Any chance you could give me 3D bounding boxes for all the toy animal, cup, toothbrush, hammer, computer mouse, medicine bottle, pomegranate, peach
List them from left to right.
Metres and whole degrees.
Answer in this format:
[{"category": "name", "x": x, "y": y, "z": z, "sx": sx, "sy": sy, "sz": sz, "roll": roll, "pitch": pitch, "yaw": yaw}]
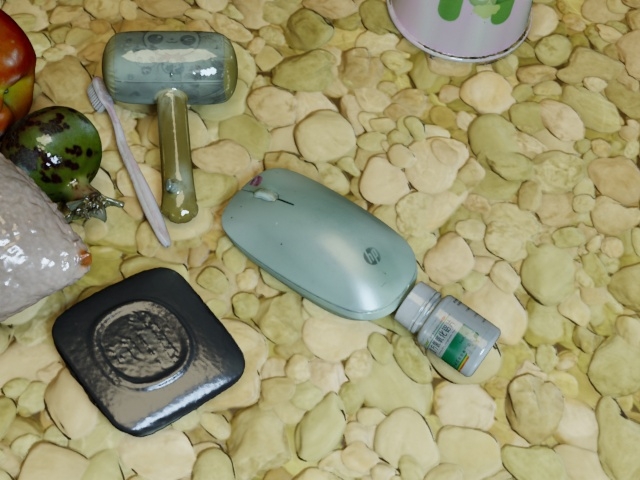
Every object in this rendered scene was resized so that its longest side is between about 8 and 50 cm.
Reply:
[{"category": "peach", "x": -0.518, "y": -0.231, "z": 1.374, "sx": 0.243, "sy": 0.199, "sz": 0.244, "roll": 0, "pitch": 68, "yaw": 0}, {"category": "toy animal", "x": -0.466, "y": -0.010, "z": 1.252, "sx": 0.358, "sy": 0.188, "sz": 0.227, "roll": 3, "pitch": 85, "yaw": -4}, {"category": "pomegranate", "x": -0.364, "y": -0.098, "z": 1.365, "sx": 0.148, "sy": 0.148, "sz": 0.169, "roll": -16, "pitch": 82, "yaw": -16}, {"category": "toothbrush", "x": -0.281, "y": -0.115, "z": 1.442, "sx": 0.025, "sy": 0.029, "sz": 0.307, "roll": 6, "pitch": 51, "yaw": -53}, {"category": "hammer", "x": -0.217, "y": -0.167, "z": 1.448, "sx": 0.201, "sy": 0.113, "sz": 0.306, "roll": -2, "pitch": 69, "yaw": -6}, {"category": "computer mouse", "x": 0.001, "y": -0.003, "z": 1.376, "sx": 0.288, "sy": 0.097, "sz": 0.159, "roll": 37, "pitch": 64, "yaw": 12}, {"category": "medicine bottle", "x": 0.170, "y": 0.117, "z": 1.338, "sx": 0.130, "sy": 0.080, "sz": 0.080, "roll": 35, "pitch": 61, "yaw": 12}, {"category": "cup", "x": 0.250, "y": -0.460, "z": 1.571, "sx": 0.253, "sy": 0.274, "sz": 0.253, "roll": 4, "pitch": 60, "yaw": -6}]

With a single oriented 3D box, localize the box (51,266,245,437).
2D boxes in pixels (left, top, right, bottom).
[{"category": "box", "x": -0.225, "y": 0.138, "z": 1.293, "sx": 0.201, "sy": 0.042, "sz": 0.212, "roll": -31, "pitch": 68, "yaw": -21}]
